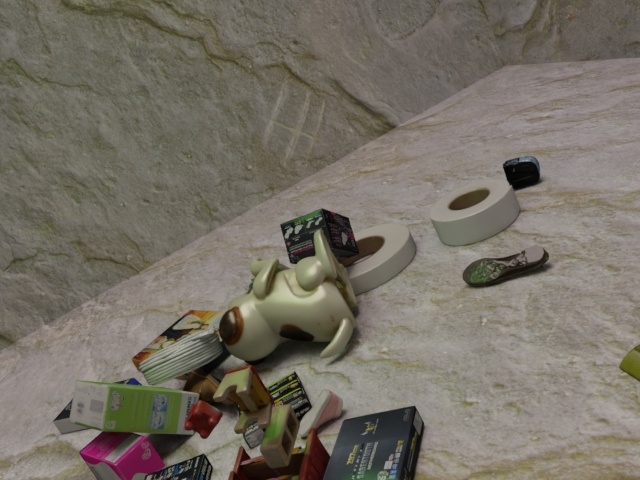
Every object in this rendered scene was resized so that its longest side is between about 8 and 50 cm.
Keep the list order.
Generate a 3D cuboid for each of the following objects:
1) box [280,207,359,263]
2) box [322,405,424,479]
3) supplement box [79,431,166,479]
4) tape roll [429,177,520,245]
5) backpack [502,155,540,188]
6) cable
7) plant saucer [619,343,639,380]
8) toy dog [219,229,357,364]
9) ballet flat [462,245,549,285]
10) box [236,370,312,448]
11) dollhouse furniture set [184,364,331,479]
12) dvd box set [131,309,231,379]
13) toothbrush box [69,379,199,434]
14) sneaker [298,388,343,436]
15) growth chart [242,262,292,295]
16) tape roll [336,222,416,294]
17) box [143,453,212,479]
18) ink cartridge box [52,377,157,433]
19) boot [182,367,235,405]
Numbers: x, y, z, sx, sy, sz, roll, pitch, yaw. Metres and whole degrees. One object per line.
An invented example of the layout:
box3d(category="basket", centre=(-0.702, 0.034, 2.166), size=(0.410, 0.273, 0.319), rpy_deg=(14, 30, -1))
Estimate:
box3d(category="box", centre=(0.000, 0.000, 2.334), size=(0.163, 0.142, 0.247), rpy_deg=(-20, -14, 20))
box3d(category="box", centre=(0.111, 0.458, 1.484), size=(0.183, 0.059, 0.233), rpy_deg=(-19, 20, 26))
box3d(category="supplement box", centre=(-0.537, 0.592, 1.904), size=(0.220, 0.111, 0.114), rpy_deg=(-4, 29, 48))
box3d(category="tape roll", centre=(0.512, -0.098, 2.347), size=(0.286, 0.100, 0.286), rpy_deg=(-24, 19, 8))
box3d(category="backpack", centre=(0.709, -0.245, 2.465), size=(0.114, 0.105, 0.084), rpy_deg=(-10, 25, 27))
box3d(category="cable", centre=(-0.423, 0.354, 2.148), size=(0.257, 0.089, 0.257), rpy_deg=(-26, 0, -18))
box3d(category="plant saucer", centre=(0.702, 0.218, 1.354), size=(0.188, 0.045, 0.188), rpy_deg=(-29, 19, -6))
box3d(category="toy dog", centre=(-0.104, 0.226, 2.129), size=(0.407, 0.284, 0.396), rpy_deg=(-22, 59, 10))
box3d(category="ballet flat", centre=(0.517, 0.076, 1.967), size=(0.249, 0.058, 0.084), rpy_deg=(-22, 54, 30))
box3d(category="box", centre=(-0.124, 0.443, 1.859), size=(0.190, 0.045, 0.184), rpy_deg=(-29, 17, -5))
box3d(category="dollhouse furniture set", centre=(-0.136, 0.412, 1.454), size=(0.201, 0.374, 0.152), rpy_deg=(-18, 25, 20))
box3d(category="dvd box set", centre=(-0.441, 0.358, 2.466), size=(0.420, 0.062, 0.307), rpy_deg=(-4, 30, 49))
box3d(category="toothbrush box", centre=(-0.515, 0.464, 1.957), size=(0.283, 0.122, 0.206), rpy_deg=(15, -14, -42))
box3d(category="sneaker", centre=(0.006, 0.432, 1.722), size=(0.134, 0.070, 0.051), rpy_deg=(-56, 30, 3))
box3d(category="growth chart", centre=(-0.173, 0.168, 2.320), size=(0.237, 0.171, 0.021), rpy_deg=(-54, 41, 20))
box3d(category="tape roll", centre=(0.143, 0.067, 2.450), size=(0.391, 0.072, 0.392), rpy_deg=(-23, 19, 8))
box3d(category="box", centre=(-0.361, 0.623, 1.685), size=(0.175, 0.051, 0.220), rpy_deg=(-23, 19, 10))
box3d(category="ink cartridge box", centre=(-0.719, 0.545, 2.346), size=(0.332, 0.065, 0.165), rpy_deg=(-17, 21, 25))
box3d(category="boot", centre=(-0.325, 0.452, 2.043), size=(0.115, 0.112, 0.305), rpy_deg=(-52, 21, -20))
